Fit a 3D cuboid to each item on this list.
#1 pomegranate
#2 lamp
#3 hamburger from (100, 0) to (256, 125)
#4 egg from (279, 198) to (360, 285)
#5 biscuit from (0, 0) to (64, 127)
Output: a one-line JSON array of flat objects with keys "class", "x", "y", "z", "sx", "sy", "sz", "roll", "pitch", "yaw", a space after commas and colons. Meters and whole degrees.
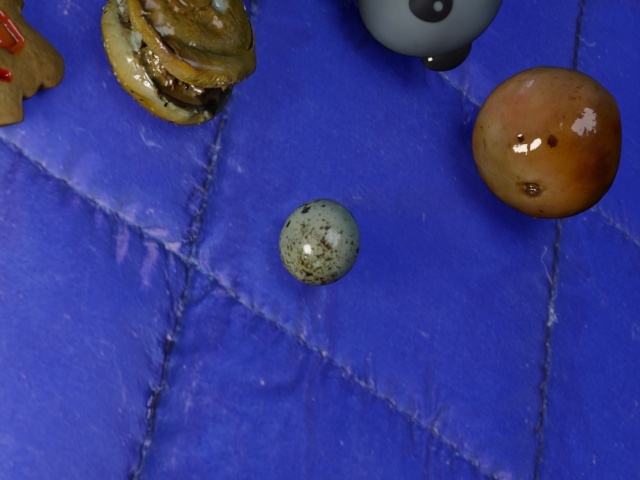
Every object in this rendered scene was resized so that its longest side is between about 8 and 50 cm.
[{"class": "pomegranate", "x": 0.275, "y": -0.119, "z": 2.356, "sx": 0.191, "sy": 0.191, "sz": 0.191, "roll": 27, "pitch": 47, "yaw": -34}, {"class": "lamp", "x": 0.103, "y": -0.327, "z": 2.309, "sx": 0.243, "sy": 0.198, "sz": 0.198, "roll": 27, "pitch": 45, "yaw": -10}, {"class": "hamburger", "x": -0.154, "y": -0.214, "z": 2.005, "sx": 0.185, "sy": 0.113, "sz": 0.177, "roll": 34, "pitch": 49, "yaw": -17}, {"class": "egg", "x": 0.000, "y": 0.000, "z": 2.040, "sx": 0.085, "sy": 0.085, "sz": 0.110, "roll": 46, "pitch": 23, "yaw": -15}, {"class": "biscuit", "x": -0.344, "y": -0.215, "z": 1.842, "sx": 0.212, "sy": 0.041, "sz": 0.239, "roll": -16, "pitch": 79, "yaw": -50}]
